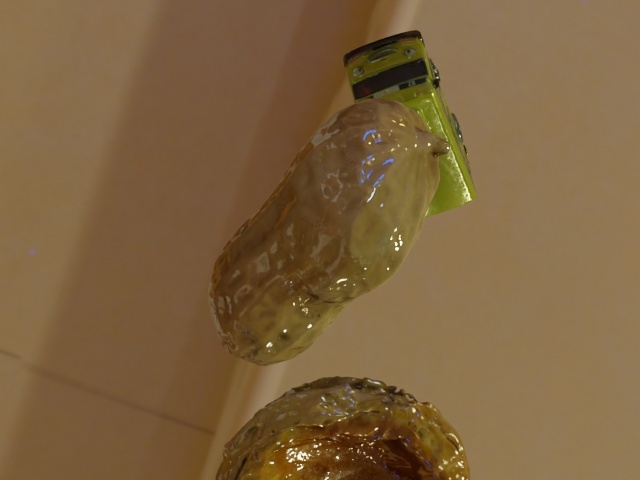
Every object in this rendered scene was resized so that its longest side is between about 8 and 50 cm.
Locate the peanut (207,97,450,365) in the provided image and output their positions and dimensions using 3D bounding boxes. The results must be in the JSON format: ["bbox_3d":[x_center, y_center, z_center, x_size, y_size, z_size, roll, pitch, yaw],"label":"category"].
[{"bbox_3d":[0.002,0.001,1.200,0.291,0.143,0.159,-49,-169,18],"label":"peanut"}]

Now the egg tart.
[{"bbox_3d":[0.026,0.317,1.707,0.150,0.352,0.352,-102,-151,-62],"label":"egg tart"}]

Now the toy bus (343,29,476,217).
[{"bbox_3d":[0.133,-0.161,1.852,0.262,0.128,0.150,60,16,-47],"label":"toy bus"}]
